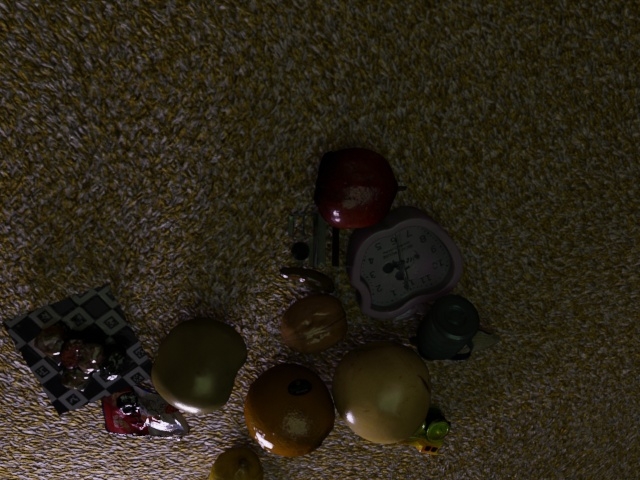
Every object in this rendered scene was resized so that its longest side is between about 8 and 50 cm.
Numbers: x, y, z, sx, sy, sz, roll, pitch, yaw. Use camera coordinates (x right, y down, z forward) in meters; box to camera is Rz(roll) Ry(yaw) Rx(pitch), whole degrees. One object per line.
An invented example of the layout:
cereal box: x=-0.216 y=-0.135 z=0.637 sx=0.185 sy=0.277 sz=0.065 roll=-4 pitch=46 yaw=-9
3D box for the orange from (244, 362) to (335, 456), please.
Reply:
orange: x=-0.091 y=0.505 z=1.725 sx=0.274 sy=0.274 sz=0.275 roll=-4 pitch=115 yaw=-9

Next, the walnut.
walnut: x=-0.019 y=0.243 z=1.682 sx=0.197 sy=0.165 sz=0.165 roll=-26 pitch=116 yaw=2

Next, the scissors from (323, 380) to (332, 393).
scissors: x=0.047 y=0.472 z=1.870 sx=0.212 sy=0.021 sz=0.111 roll=-11 pitch=112 yaw=-5

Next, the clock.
clock: x=0.237 y=0.071 z=1.683 sx=0.338 sy=0.102 sz=0.339 roll=-4 pitch=116 yaw=-9

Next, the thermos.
thermos: x=0.376 y=0.285 z=1.730 sx=0.182 sy=0.145 sz=0.287 roll=23 pitch=151 yaw=8

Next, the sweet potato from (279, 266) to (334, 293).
sweet potato: x=-0.032 y=0.108 z=1.676 sx=0.182 sy=0.054 sz=0.053 roll=21 pitch=100 yaw=-16

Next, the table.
table: x=0.000 y=0.000 z=1.597 sx=0.175 sy=0.062 sz=0.146 roll=1 pitch=87 yaw=-13

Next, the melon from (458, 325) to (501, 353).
melon: x=0.481 y=0.310 z=1.846 sx=0.202 sy=0.093 sz=0.139 roll=27 pitch=112 yaw=-35

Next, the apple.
apple: x=-0.336 y=0.348 z=1.627 sx=0.262 sy=0.262 sz=0.263 roll=-4 pitch=115 yaw=-9

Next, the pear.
pear: x=0.183 y=0.450 z=1.731 sx=0.308 sy=0.309 sz=0.310 roll=-4 pitch=115 yaw=-9

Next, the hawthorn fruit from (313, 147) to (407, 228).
hawthorn fruit: x=0.104 y=-0.133 z=1.514 sx=0.249 sy=0.215 sz=0.216 roll=0 pitch=114 yaw=-15

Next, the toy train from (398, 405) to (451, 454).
toy train: x=0.291 y=0.620 z=1.939 sx=0.296 sy=0.100 sz=0.161 roll=17 pitch=111 yaw=-17

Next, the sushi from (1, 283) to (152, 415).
sushi: x=-0.675 y=0.329 z=1.632 sx=0.319 sy=0.069 sz=0.340 roll=-20 pitch=112 yaw=-2

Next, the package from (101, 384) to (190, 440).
package: x=-0.529 y=0.521 z=1.765 sx=0.269 sy=0.071 sz=0.194 roll=6 pitch=103 yaw=7

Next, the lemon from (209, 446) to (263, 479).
lemon: x=-0.268 y=0.762 z=1.861 sx=0.180 sy=0.181 sz=0.193 roll=-16 pitch=115 yaw=-3
